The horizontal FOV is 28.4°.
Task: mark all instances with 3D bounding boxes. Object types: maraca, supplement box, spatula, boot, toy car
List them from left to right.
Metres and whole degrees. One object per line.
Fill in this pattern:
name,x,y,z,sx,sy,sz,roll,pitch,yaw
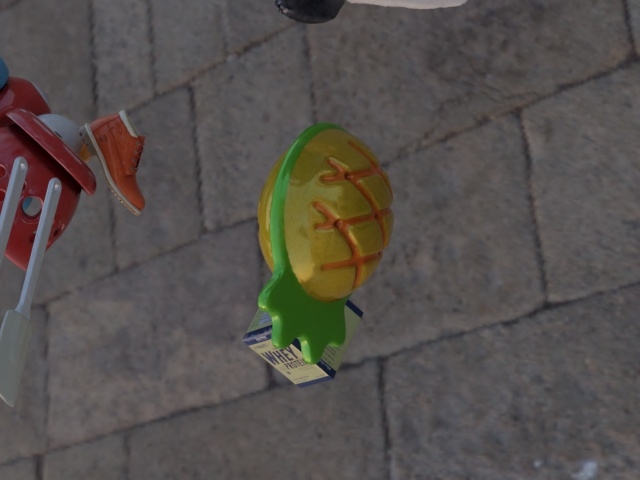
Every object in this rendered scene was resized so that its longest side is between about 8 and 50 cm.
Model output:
spatula,-0.300,0.012,1.175,0.019,0.168,0.242,-6,59,23
toy car,-0.440,-0.161,1.987,0.238,0.219,0.210,4,56,21
boot,-0.289,-0.117,1.892,0.084,0.059,0.158,-27,99,-3
supplement box,-0.017,0.085,1.242,0.056,0.083,0.083,-22,33,49
maraca,0.000,0.000,0.969,0.099,0.127,0.185,-1,69,40

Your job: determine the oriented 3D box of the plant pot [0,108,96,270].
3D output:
plant pot,-0.431,-0.080,1.810,0.174,0.191,0.191,-47,47,-9

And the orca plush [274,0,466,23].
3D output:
orca plush,-0.021,-0.231,0.827,0.102,0.287,0.151,58,138,44
